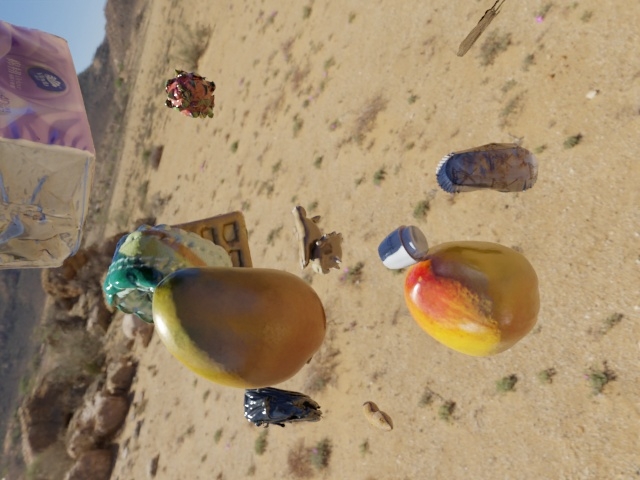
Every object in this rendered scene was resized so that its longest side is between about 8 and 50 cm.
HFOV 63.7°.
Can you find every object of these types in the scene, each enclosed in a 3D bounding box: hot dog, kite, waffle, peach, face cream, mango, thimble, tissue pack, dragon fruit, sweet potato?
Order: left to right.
[{"bbox_3d":[-0.467,-0.151,0.811,0.242,0.160,0.338,-56,48,34],"label":"tissue pack"},{"bbox_3d":[-0.339,0.092,1.196,0.254,0.288,0.167,-39,36,50],"label":"thimble"},{"bbox_3d":[-0.385,-0.447,1.596,0.137,0.135,0.236,-62,-18,14],"label":"dragon fruit"},{"bbox_3d":[-0.395,0.068,1.709,0.077,0.349,0.304,-179,77,-72],"label":"waffle"},{"bbox_3d":[-0.114,0.127,0.755,0.139,0.255,0.175,130,139,-60],"label":"mango"},{"bbox_3d":[0.174,0.532,1.539,0.218,0.051,0.065,-175,66,-74],"label":"sweet potato"},{"bbox_3d":[0.184,0.016,1.152,0.095,0.091,0.091,-31,46,33],"label":"face cream"},{"bbox_3d":[0.346,0.134,1.229,0.289,0.308,0.288,173,90,-76],"label":"peach"},{"bbox_3d":[0.407,-0.174,1.260,0.069,0.253,0.131,97,168,-75],"label":"hot dog"},{"bbox_3d":[0.449,-0.590,1.313,0.285,0.015,0.152,-47,-7,18],"label":"kite"}]

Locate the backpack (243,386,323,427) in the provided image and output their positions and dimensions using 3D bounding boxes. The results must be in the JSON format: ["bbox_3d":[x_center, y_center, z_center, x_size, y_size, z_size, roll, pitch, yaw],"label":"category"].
[{"bbox_3d":[-0.116,0.538,1.661,0.259,0.206,0.133,-6,70,26],"label":"backpack"}]

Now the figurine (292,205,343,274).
[{"bbox_3d":[0.001,0.006,1.934,0.177,0.173,0.247,93,165,-49],"label":"figurine"}]
